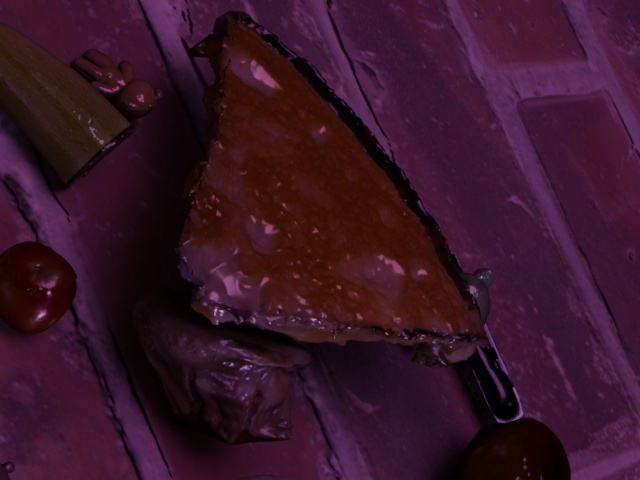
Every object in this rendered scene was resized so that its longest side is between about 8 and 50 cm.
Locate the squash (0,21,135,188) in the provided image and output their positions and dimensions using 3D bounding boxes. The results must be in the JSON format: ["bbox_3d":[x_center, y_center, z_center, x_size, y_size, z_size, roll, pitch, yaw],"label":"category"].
[{"bbox_3d":[-0.296,-0.152,1.851,0.224,0.094,0.094,42,44,-5],"label":"squash"}]

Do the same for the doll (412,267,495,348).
[{"bbox_3d":[0.117,0.065,2.068,0.150,0.115,0.077,3,30,-22],"label":"doll"}]

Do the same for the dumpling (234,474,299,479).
[{"bbox_3d":[-0.041,0.300,1.742,0.247,0.172,0.142,-16,108,-40],"label":"dumpling"}]

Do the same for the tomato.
[{"bbox_3d":[-0.269,0.041,1.754,0.087,0.075,0.087,19,54,-29],"label":"tomato"}]

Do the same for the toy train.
[{"bbox_3d":[0.172,0.115,2.128,0.043,0.047,0.208,-19,77,-24],"label":"toy train"}]

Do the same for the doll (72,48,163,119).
[{"bbox_3d":[-0.210,-0.167,1.950,0.093,0.051,0.061,52,49,-3],"label":"doll"}]

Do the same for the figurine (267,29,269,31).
[{"bbox_3d":[-0.049,-0.178,2.088,0.086,0.094,0.082,33,82,14],"label":"figurine"}]

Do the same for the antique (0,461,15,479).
[{"bbox_3d":[-0.357,0.232,1.524,0.284,0.150,0.125,13,56,-47],"label":"antique"}]

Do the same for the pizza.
[{"bbox_3d":[0.015,-0.011,1.916,0.392,0.080,0.435,32,40,-23],"label":"pizza"}]

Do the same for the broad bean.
[{"bbox_3d":[0.205,0.296,1.998,0.156,0.122,0.229,47,43,-49],"label":"broad bean"}]

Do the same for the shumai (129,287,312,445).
[{"bbox_3d":[-0.104,0.128,1.826,0.201,0.201,0.120,16,97,-35],"label":"shumai"}]
